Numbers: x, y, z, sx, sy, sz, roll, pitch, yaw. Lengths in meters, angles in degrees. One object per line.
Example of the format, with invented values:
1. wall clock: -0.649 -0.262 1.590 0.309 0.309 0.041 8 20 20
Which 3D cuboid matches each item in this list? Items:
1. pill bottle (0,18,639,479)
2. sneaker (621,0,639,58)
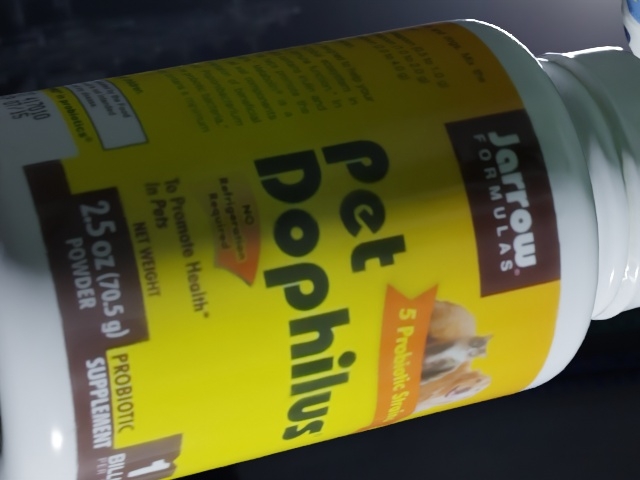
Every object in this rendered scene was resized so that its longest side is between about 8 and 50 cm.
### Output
1. pill bottle: 0.000 0.000 0.511 0.117 0.215 0.117 168 90 -71
2. sneaker: 0.137 -0.099 0.617 0.144 0.053 0.059 -40 -42 -58
